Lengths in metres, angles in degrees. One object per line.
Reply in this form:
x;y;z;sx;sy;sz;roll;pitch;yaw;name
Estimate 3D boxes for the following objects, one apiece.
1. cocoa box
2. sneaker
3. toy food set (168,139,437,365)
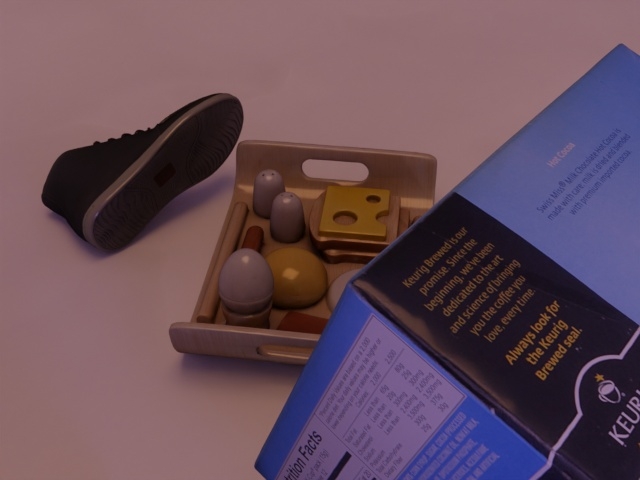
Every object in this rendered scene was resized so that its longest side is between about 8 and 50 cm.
0.165;0.071;0.592;0.228;0.231;0.347;40;50;14;cocoa box
-0.190;-0.095;0.937;0.118;0.083;0.222;30;63;35;sneaker
0.000;0.000;0.839;0.219;0.092;0.306;5;38;5;toy food set
